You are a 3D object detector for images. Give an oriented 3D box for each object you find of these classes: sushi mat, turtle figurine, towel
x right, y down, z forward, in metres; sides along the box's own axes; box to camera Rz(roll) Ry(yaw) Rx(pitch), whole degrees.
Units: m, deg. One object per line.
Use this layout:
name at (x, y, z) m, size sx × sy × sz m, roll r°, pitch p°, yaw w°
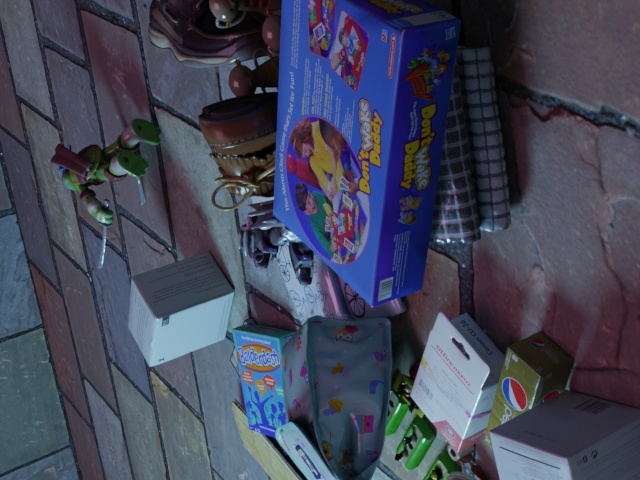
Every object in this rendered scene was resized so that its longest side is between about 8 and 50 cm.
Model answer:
sushi mat at (-0.092, 0.471, 2.145) m, size 0.316 × 0.019 × 0.151 m, roll 41°, pitch 152°, yaw 43°
turtle figurine at (-0.423, -0.130, 2.208) m, size 0.266 × 0.198 × 0.274 m, roll -27°, pitch 95°, yaw 47°
towel at (0.106, -0.124, 1.296) m, size 0.284 × 0.121 × 0.235 m, roll 12°, pitch 118°, yaw 58°

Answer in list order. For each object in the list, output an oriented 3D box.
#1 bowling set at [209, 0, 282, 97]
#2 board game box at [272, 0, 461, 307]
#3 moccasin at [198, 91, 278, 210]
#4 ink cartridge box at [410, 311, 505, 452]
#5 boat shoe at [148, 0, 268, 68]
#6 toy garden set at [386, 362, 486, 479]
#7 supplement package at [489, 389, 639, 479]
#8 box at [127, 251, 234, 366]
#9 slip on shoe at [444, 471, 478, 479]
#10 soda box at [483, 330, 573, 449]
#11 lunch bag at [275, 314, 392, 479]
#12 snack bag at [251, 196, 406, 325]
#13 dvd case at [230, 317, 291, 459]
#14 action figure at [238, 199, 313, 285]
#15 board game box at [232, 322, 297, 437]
bowling set at (-0.055, -0.343, 1.397) m, size 0.200 × 0.154 × 0.286 m, roll 0°, pitch 109°, yaw 61°
board game box at (0.040, -0.130, 1.207) m, size 0.233 × 0.078 × 0.347 m, roll 42°, pitch 139°, yaw 43°
moccasin at (-0.095, -0.119, 1.453) m, size 0.380 × 0.139 × 0.146 m, roll 129°, pitch 130°, yaw -84°
ink cartridge box at (0.197, 0.184, 1.400) m, size 0.115 × 0.067 × 0.198 m, roll 50°, pitch 149°, yaw 31°
boat shoe at (-0.194, -0.364, 1.659) m, size 0.355 × 0.132 × 0.130 m, roll 27°, pitch 131°, yaw 51°
toy garden set at (0.165, 0.323, 1.571) m, size 0.244 × 0.049 × 0.203 m, roll 54°, pitch 149°, yaw 26°
supplement package at (0.314, 0.324, 1.213) m, size 0.139 × 0.134 × 0.244 m, roll 9°, pitch 116°, yaw 59°
box at (-0.292, 0.143, 2.126) m, size 0.119 × 0.182 × 0.181 m, roll 55°, pitch 149°, yaw 28°
slip on shoe at (0.228, 0.391, 1.476) m, size 0.135 × 0.041 × 0.051 m, roll 47°, pitch 129°, yaw 12°
soda box at (0.263, 0.206, 1.307) m, size 0.061 × 0.058 × 0.181 m, roll 45°, pitch 144°, yaw 38°
lunch bag at (0.021, 0.264, 1.574) m, size 0.223 × 0.160 × 0.262 m, roll 127°, pitch 144°, yaw -70°
snack bag at (0.000, 0.000, 1.662) m, size 0.342 × 0.037 × 0.323 m, roll -19°, pitch 92°, yaw 62°
dvd case at (-0.103, 0.301, 2.066) m, size 0.253 × 0.022 × 0.180 m, roll 57°, pitch 150°, yaw 22°
action figure at (-0.033, -0.008, 1.519) m, size 0.285 × 0.185 × 0.099 m, roll 130°, pitch 145°, yaw -74°
board game box at (-0.092, 0.271, 1.958) m, size 0.160 × 0.047 × 0.210 m, roll 2°, pitch 104°, yaw 53°
